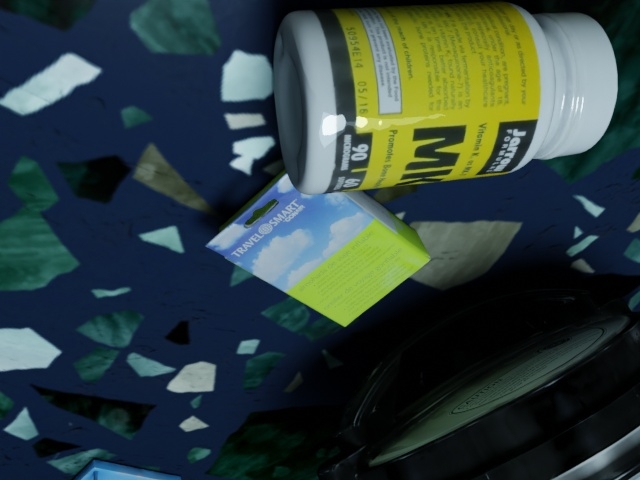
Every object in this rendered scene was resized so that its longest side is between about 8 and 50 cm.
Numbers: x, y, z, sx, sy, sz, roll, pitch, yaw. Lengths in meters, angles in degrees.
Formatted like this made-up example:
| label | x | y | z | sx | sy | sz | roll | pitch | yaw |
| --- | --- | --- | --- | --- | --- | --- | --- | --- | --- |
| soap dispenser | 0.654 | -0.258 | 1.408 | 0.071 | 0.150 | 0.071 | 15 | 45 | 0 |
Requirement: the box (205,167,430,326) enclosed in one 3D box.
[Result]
| label | x | y | z | sx | sy | sz | roll | pitch | yaw |
| --- | --- | --- | --- | --- | --- | --- | --- | --- | --- |
| box | 0.000 | 0.000 | 0.579 | 0.109 | 0.042 | 0.178 | -40 | 132 | 19 |

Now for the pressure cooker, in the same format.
| label | x | y | z | sx | sy | sz | roll | pitch | yaw |
| --- | --- | --- | --- | --- | --- | --- | --- | --- | --- |
| pressure cooker | 0.217 | 0.261 | 0.651 | 0.375 | 0.421 | 0.369 | -34 | 166 | 27 |

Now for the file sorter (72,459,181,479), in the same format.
| label | x | y | z | sx | sy | sz | roll | pitch | yaw |
| --- | --- | --- | --- | --- | --- | --- | --- | --- | --- |
| file sorter | -0.256 | 0.353 | 0.785 | 0.118 | 0.105 | 0.170 | 28 | 119 | -36 |

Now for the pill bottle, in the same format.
| label | x | y | z | sx | sy | sz | roll | pitch | yaw |
| --- | --- | --- | --- | --- | --- | --- | --- | --- | --- |
| pill bottle | 0.080 | -0.099 | 0.458 | 0.208 | 0.119 | 0.119 | -7 | 134 | -12 |
